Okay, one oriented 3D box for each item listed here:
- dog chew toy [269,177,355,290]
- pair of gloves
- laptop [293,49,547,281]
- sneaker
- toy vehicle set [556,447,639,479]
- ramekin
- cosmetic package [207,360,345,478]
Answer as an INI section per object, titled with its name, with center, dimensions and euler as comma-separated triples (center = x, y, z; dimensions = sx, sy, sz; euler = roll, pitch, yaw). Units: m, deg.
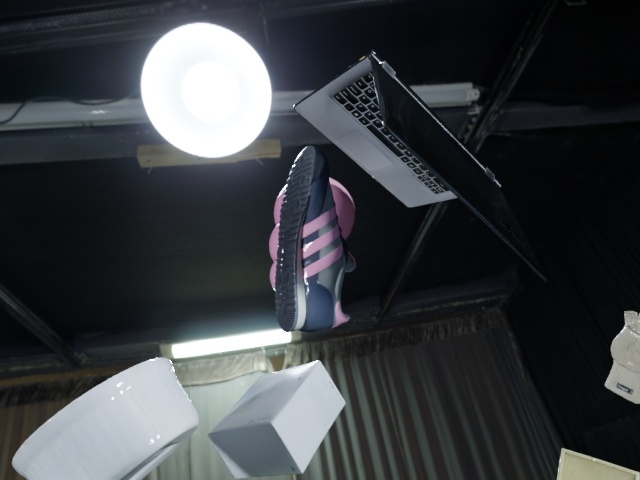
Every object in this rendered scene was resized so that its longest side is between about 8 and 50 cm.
[dog chew toy]
center = -0.031, 0.001, 1.082
dimensions = 0.207, 0.332, 0.206
euler = 9, -33, 6
[pair of gloves]
center = 0.733, 0.270, 0.911
dimensions = 0.042, 0.240, 0.204
euler = -11, -71, -33
[laptop]
center = 0.149, -0.113, 0.811
dimensions = 0.382, 0.236, 0.408
euler = 36, -24, -25
[sneaker]
center = 0.000, 0.000, 0.779
dimensions = 0.131, 0.319, 0.112
euler = 7, -3, -27
[toy vehicle set]
center = 0.643, 0.658, 1.051
dimensions = 0.166, 0.267, 0.035
euler = 10, -27, 30
[ramekin]
center = -0.346, 0.344, 0.764
dimensions = 0.277, 0.135, 0.277
euler = -39, -13, -11
[cosmetic package]
center = -0.101, 0.423, 1.054
dimensions = 0.224, 0.138, 0.225
euler = -26, 9, 34
